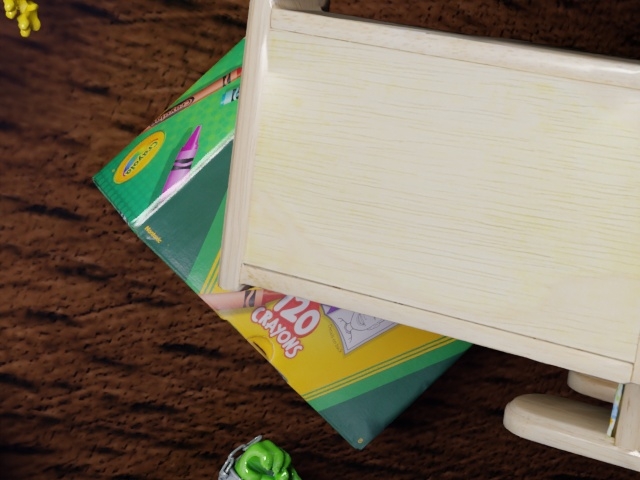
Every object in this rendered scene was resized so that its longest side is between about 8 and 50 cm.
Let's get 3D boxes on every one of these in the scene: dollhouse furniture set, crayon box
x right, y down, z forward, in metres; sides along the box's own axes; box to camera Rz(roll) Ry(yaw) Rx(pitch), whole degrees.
[{"bbox_3d":[0.153,-0.049,0.914,0.394,0.256,0.362,-14,115,-60],"label":"dollhouse furniture set"},{"bbox_3d":[0.000,0.000,0.978,0.165,0.081,0.278,-43,129,-2],"label":"crayon box"}]

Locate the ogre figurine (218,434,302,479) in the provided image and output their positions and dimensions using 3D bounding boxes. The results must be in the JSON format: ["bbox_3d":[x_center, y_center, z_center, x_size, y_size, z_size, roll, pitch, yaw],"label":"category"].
[{"bbox_3d":[-0.051,0.233,1.071,0.118,0.097,0.197,-34,157,-12],"label":"ogre figurine"}]

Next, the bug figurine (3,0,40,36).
[{"bbox_3d":[-0.208,-0.168,0.717,0.216,0.072,0.279,80,32,-48],"label":"bug figurine"}]
